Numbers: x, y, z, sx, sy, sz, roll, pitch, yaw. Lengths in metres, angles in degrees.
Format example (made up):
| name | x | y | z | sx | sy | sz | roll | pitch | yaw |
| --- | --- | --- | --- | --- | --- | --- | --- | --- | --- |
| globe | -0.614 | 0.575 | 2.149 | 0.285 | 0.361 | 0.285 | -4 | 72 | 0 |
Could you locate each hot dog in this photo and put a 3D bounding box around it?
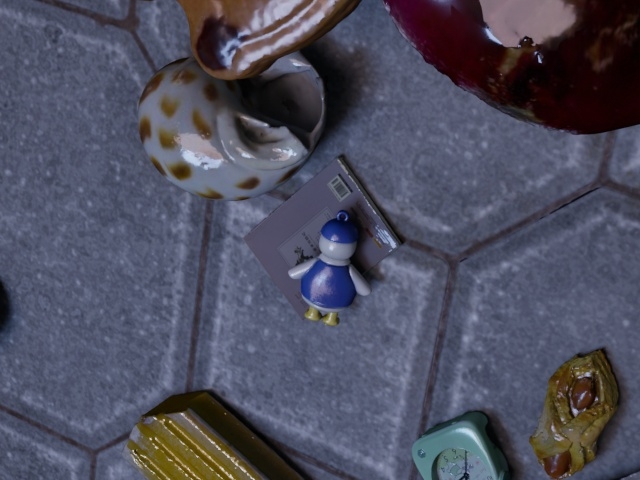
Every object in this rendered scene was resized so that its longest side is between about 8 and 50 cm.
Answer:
| name | x | y | z | sx | sy | sz | roll | pitch | yaw |
| --- | --- | --- | --- | --- | --- | --- | --- | --- | --- |
| hot dog | 0.271 | 0.197 | 1.553 | 0.078 | 0.061 | 0.169 | 23 | 118 | 22 |

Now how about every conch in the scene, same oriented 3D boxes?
| name | x | y | z | sx | sy | sz | roll | pitch | yaw |
| --- | --- | --- | --- | --- | --- | --- | --- | --- | --- |
| conch | -0.112 | -0.134 | 1.623 | 0.275 | 0.183 | 0.149 | 28 | 153 | 23 |

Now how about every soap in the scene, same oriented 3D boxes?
| name | x | y | z | sx | sy | sz | roll | pitch | yaw |
| --- | --- | --- | --- | --- | --- | --- | --- | --- | --- |
| soap | -0.135 | 0.294 | 1.838 | 0.232 | 0.073 | 0.140 | 40 | 122 | 15 |

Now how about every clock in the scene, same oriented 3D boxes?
| name | x | y | z | sx | sy | sz | roll | pitch | yaw |
| --- | --- | --- | --- | --- | --- | --- | --- | --- | --- |
| clock | 0.172 | 0.270 | 1.655 | 0.101 | 0.041 | 0.135 | -27 | 93 | 36 |

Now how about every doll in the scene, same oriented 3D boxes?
| name | x | y | z | sx | sy | sz | roll | pitch | yaw |
| --- | --- | --- | --- | --- | --- | --- | --- | --- | --- |
| doll | 0.014 | 0.031 | 1.642 | 0.098 | 0.058 | 0.143 | 12 | 115 | 4 |

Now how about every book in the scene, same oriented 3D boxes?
| name | x | y | z | sx | sy | sz | roll | pitch | yaw |
| --- | --- | --- | --- | --- | --- | --- | --- | --- | --- |
| book | 0.000 | 0.000 | 1.683 | 0.181 | 0.014 | 0.127 | -39 | 84 | 35 |

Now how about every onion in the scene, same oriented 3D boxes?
| name | x | y | z | sx | sy | sz | roll | pitch | yaw |
| --- | --- | --- | --- | --- | --- | --- | --- | --- | --- |
| onion | 0.222 | -0.268 | 1.288 | 0.398 | 0.398 | 0.420 | 57 | 170 | 3 |

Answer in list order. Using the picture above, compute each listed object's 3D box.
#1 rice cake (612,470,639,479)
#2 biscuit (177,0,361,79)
| name | x | y | z | sx | sy | sz | roll | pitch | yaw |
| --- | --- | --- | --- | --- | --- | --- | --- | --- | --- |
| rice cake | 0.346 | 0.269 | 1.537 | 0.269 | 0.055 | 0.049 | -27 | 72 | 34 |
| biscuit | -0.121 | -0.383 | 1.383 | 0.455 | 0.078 | 0.350 | 41 | 116 | 16 |
